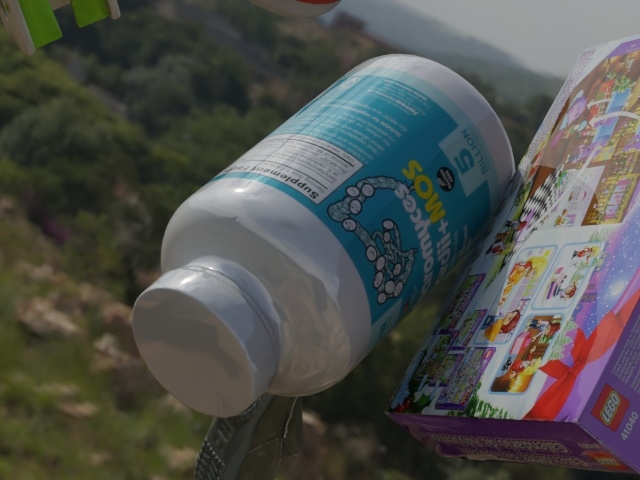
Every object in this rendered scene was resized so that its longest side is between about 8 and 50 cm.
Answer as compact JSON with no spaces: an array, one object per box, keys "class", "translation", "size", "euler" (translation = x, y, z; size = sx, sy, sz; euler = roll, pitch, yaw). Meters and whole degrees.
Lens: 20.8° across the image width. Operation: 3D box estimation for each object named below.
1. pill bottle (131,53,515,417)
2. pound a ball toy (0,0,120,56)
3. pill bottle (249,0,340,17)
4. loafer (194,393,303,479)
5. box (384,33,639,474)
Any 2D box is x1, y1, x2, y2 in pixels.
[{"class":"pill bottle","translation":[0.000,0.000,1.095],"size":[0.146,0.146,0.264],"euler":[29,47,22]},{"class":"pound a ball toy","translation":[-0.382,-0.372,1.989],"size":[0.136,0.208,0.319],"euler":[46,-22,51]},{"class":"pill bottle","translation":[0.020,-0.378,1.660],"size":[0.181,0.323,0.181],"euler":[24,39,-21]},{"class":"loafer","translation":[-0.061,0.188,1.906],"size":[0.087,0.251,0.094],"euler":[7,33,-31]},{"class":"box","translation":[0.174,-0.002,1.041],"size":[0.057,0.293,0.201],"euler":[38,-19,-21]}]
